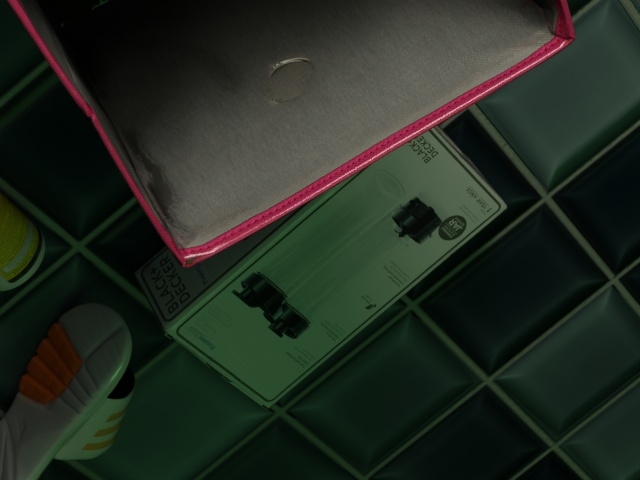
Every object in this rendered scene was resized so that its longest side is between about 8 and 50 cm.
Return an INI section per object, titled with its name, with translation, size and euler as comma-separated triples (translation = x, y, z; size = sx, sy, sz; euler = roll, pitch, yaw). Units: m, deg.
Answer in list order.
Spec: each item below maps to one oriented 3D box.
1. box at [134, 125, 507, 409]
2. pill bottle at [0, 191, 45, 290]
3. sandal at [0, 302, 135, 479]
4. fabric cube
[box]
translation = 0.000, 0.000, 1.628
size = 0.290, 0.087, 0.169
euler = -42, 136, 8
[pill bottle]
translation = -0.276, -0.014, 1.473
size = 0.065, 0.065, 0.116
euler = -37, 137, 3
[sandal]
translation = -0.226, 0.158, 1.637
size = 0.076, 0.102, 0.265
euler = 13, 128, -38
[fabric cube]
translation = -0.056, -0.198, 0.999
size = 0.254, 0.258, 0.259
euler = -30, 135, -1
